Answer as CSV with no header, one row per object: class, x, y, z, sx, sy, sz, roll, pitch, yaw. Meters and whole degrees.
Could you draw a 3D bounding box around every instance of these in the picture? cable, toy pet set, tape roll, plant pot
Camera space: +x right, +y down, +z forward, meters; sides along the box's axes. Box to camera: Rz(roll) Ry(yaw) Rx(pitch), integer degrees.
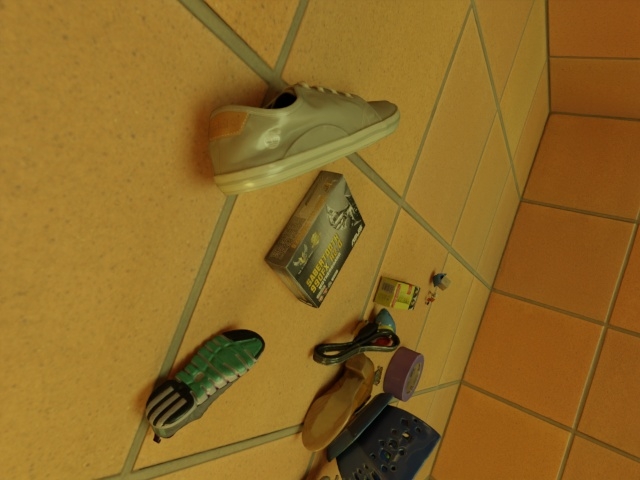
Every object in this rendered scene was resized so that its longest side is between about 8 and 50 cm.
cable,0.102,0.285,1.115,0.287,0.140,0.072,-20,131,-48
toy pet set,0.463,0.183,1.720,0.122,0.065,0.114,-44,173,-34
tape roll,0.315,0.502,1.604,0.189,0.080,0.188,-33,131,-47
plant pot,0.165,0.603,1.236,0.236,0.212,0.235,-29,156,-42

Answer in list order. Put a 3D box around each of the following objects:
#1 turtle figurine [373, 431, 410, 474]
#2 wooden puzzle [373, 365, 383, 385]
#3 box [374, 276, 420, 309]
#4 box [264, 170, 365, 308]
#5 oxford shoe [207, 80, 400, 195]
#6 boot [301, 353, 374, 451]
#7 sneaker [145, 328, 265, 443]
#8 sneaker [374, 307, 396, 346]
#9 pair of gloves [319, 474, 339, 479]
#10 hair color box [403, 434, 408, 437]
turtle figurine,0.208,0.771,1.444,0.267,0.197,0.274,12,128,-39
wooden puzzle,0.199,0.468,1.475,0.049,0.006,0.083,-13,116,-55
box,0.249,0.171,1.357,0.232,0.058,0.087,21,88,-58
box,0.000,0.000,0.887,0.230,0.056,0.183,-59,147,-22
oxford shoe,-0.002,-0.198,0.705,0.449,0.169,0.129,-32,111,-45
boot,0.070,0.460,1.183,0.295,0.104,0.211,-55,149,-23
sneaker,-0.189,0.235,0.711,0.224,0.083,0.098,-31,150,-42
sneaker,0.206,0.285,1.340,0.209,0.069,0.082,76,15,-52
pair of gloves,-0.035,0.775,1.195,0.204,0.042,0.239,-16,124,-44
hair color box,0.299,0.707,1.619,0.043,0.141,0.071,-20,122,-53
